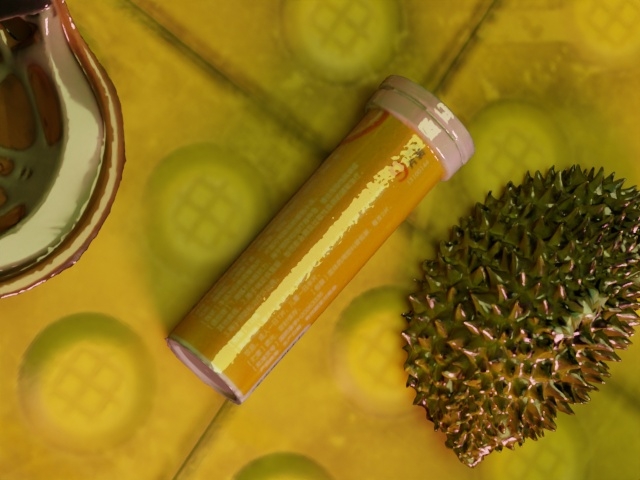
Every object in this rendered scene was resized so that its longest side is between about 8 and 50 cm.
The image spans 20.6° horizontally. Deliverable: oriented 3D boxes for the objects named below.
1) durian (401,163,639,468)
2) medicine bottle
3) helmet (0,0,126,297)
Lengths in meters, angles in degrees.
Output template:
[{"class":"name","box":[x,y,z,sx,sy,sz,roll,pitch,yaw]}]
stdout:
[{"class":"durian","box":[0.148,0.034,1.127,0.221,0.095,0.137,-44,105,-22]},{"class":"medicine bottle","box":[0.000,0.000,1.079,0.074,0.074,0.218,45,76,-15]},{"class":"helmet","box":[-0.229,-0.070,0.959,0.224,0.130,0.198,31,81,-29]}]
